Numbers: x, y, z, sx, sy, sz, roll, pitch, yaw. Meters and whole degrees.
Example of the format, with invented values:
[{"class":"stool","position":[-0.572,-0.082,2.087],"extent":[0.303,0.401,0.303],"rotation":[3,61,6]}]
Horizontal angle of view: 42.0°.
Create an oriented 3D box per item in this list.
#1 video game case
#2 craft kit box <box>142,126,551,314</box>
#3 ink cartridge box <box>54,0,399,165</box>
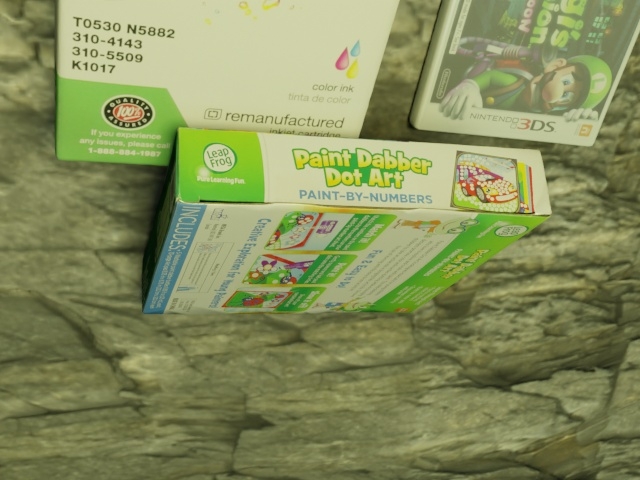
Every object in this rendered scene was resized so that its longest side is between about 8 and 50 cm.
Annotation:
[{"class":"video game case","position":[0.176,-0.169,0.666],"extent":[0.173,0.022,0.190],"rotation":[3,121,-18]},{"class":"craft kit box","position":[0.000,0.000,0.625],"extent":[0.246,0.061,0.250],"rotation":[4,159,-16]},{"class":"ink cartridge box","position":[-0.055,-0.185,0.505],"extent":[0.201,0.117,0.278],"rotation":[2,132,-17]}]
